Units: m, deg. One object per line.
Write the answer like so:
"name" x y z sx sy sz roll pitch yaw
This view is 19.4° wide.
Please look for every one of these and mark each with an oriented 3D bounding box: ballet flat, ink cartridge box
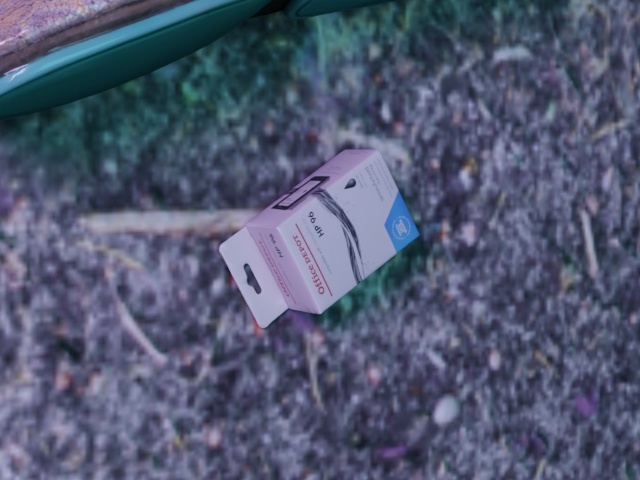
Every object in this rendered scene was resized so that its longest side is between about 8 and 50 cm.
"ballet flat" -0.039 -0.134 0.784 0.316 0.107 0.106 -21 85 -38
"ink cartridge box" 0.000 0.000 0.849 0.083 0.028 0.048 -38 113 -27
